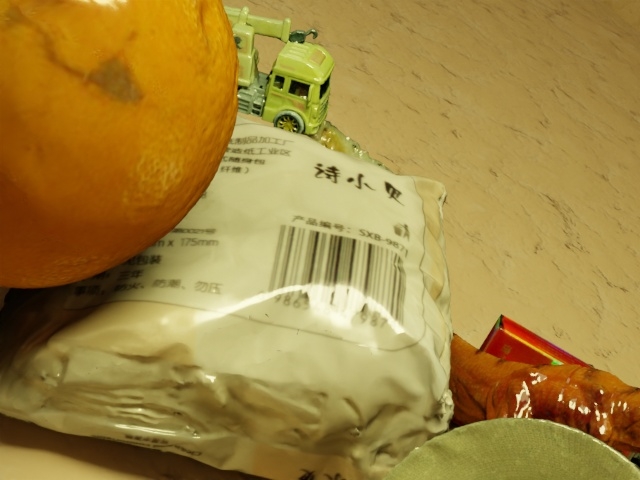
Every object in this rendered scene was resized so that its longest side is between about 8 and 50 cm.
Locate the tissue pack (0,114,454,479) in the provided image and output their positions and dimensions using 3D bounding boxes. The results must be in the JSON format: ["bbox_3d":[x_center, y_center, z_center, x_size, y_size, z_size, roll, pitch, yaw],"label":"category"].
[{"bbox_3d":[-0.069,0.031,1.014,0.375,0.195,0.390,16,40,-5],"label":"tissue pack"}]

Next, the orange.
[{"bbox_3d":[-0.206,-0.118,0.836,0.312,0.312,0.312,22,29,-13],"label":"orange"}]

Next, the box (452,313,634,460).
[{"bbox_3d":[0.221,0.164,1.153,0.175,0.112,0.048,29,18,3],"label":"box"}]

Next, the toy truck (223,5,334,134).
[{"bbox_3d":[-0.069,-0.171,1.149,0.169,0.100,0.077,18,31,6],"label":"toy truck"}]

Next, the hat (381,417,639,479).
[{"bbox_3d":[0.146,0.267,0.876,0.257,0.257,0.130,42,-3,23],"label":"hat"}]

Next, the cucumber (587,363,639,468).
[{"bbox_3d":[0.343,0.218,1.235,0.245,0.067,0.067,39,30,13],"label":"cucumber"}]

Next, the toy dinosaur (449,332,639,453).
[{"bbox_3d":[0.160,0.168,1.054,0.432,0.208,0.097,17,-11,32],"label":"toy dinosaur"}]

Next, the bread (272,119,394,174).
[{"bbox_3d":[0.000,-0.078,1.305,0.128,0.088,0.232,27,-4,-14],"label":"bread"}]
